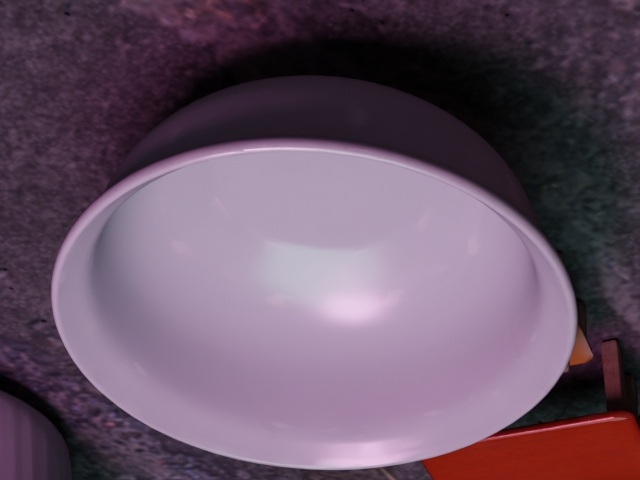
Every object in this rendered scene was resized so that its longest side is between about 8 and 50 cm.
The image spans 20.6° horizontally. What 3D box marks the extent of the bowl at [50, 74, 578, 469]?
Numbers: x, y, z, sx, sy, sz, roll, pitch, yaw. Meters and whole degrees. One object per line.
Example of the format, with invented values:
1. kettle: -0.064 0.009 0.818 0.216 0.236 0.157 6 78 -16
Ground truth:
1. bowl: 0.000 0.000 1.029 0.298 0.134 0.298 3 140 2

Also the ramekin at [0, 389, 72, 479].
1. ramekin: -0.307 0.208 1.280 0.277 0.135 0.277 -2 146 -1

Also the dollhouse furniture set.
1. dollhouse furniture set: 0.197 0.138 1.177 0.259 0.135 0.262 -13 137 19
